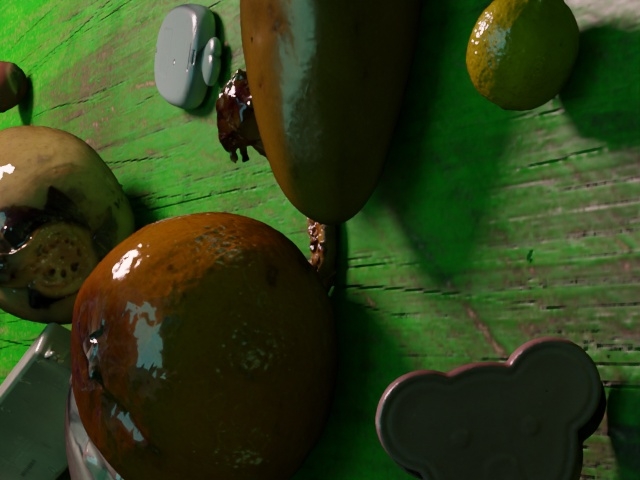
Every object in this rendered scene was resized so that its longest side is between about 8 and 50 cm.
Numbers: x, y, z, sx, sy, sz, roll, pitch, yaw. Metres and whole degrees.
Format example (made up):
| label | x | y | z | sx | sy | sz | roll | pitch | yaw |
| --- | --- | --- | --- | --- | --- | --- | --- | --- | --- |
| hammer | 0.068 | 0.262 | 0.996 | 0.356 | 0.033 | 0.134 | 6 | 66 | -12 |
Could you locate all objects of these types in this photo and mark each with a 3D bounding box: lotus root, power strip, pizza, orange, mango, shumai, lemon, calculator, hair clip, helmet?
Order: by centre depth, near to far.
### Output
| label | x | y | z | sx | sy | sz | roll | pitch | yaw |
| --- | --- | --- | --- | --- | --- | --- | --- | --- | --- |
| hair clip | 0.096 | 0.133 | 0.813 | 0.102 | 0.123 | 0.138 | 82 | -179 | -55 |
| lemon | 0.114 | -0.109 | 0.866 | 0.062 | 0.062 | 0.083 | -118 | 34 | -49 |
| mango | 0.006 | -0.137 | 1.035 | 0.138 | 0.113 | 0.253 | -11 | 78 | 54 |
| orange | -0.089 | 0.088 | 1.112 | 0.224 | 0.170 | 0.224 | -1 | 89 | 60 |
| pizza | 0.000 | 0.000 | 1.132 | 0.037 | 0.016 | 0.083 | 147 | 122 | -66 |
| shumai | -0.034 | -0.098 | 1.141 | 0.124 | 0.087 | 0.099 | -122 | 43 | -53 |
| calculator | -0.122 | -0.168 | 1.409 | 0.153 | 0.021 | 0.095 | -154 | 71 | -66 |
| lotus root | -0.285 | -0.029 | 1.548 | 0.310 | 0.182 | 0.183 | 41 | 122 | 59 |
| power strip | -0.282 | 0.180 | 1.573 | 0.367 | 0.106 | 0.043 | -44 | 20 | 53 |
| helmet | -0.390 | -0.198 | 1.937 | 0.084 | 0.049 | 0.065 | -84 | -26 | -66 |

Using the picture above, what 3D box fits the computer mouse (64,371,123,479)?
| label | x | y | z | sx | sy | sz | roll | pitch | yaw |
| --- | --- | --- | --- | --- | --- | --- | --- | --- | --- |
| computer mouse | -0.142 | 0.190 | 1.282 | 0.389 | 0.114 | 0.200 | -114 | 35 | -46 |
